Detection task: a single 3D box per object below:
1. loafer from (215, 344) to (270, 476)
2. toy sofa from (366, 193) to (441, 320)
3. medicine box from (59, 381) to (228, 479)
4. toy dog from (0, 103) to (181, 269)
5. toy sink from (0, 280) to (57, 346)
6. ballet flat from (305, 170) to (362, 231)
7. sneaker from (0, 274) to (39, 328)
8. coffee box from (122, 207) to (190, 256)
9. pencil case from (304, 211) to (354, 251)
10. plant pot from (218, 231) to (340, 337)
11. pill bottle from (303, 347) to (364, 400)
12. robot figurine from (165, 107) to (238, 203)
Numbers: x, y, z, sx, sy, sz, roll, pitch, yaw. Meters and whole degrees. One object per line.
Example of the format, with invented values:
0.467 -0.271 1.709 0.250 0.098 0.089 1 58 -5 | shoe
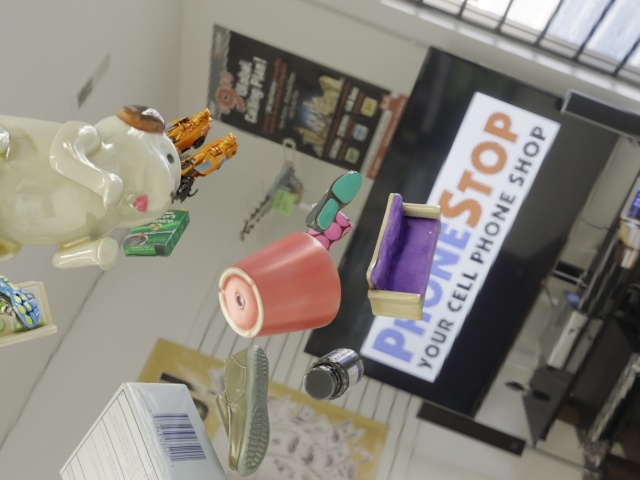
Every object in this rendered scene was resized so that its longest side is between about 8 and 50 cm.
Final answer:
-0.152 0.328 1.452 0.094 0.087 0.251 52 -145 -54 | loafer
0.251 0.039 2.189 0.177 0.150 0.362 77 -154 -47 | toy sofa
-0.341 0.463 1.435 0.289 0.149 0.263 -53 50 23 | medicine box
-0.447 -0.098 1.327 0.395 0.408 0.284 40 133 54 | toy dog
-0.786 0.180 1.936 0.234 0.153 0.131 3 104 62 | toy sink
0.027 -0.098 1.857 0.203 0.074 0.074 -53 -9 -30 | ballet flat
-0.744 0.152 1.796 0.078 0.188 0.067 -61 -17 17 | sneaker
-0.393 -0.022 1.810 0.184 0.113 0.040 -73 -19 -60 | coffee box
0.000 0.000 2.235 0.209 0.098 0.095 -46 12 -1 | pencil case
-0.123 0.135 2.024 0.243 0.275 0.275 -16 -40 -39 | plant pot
0.036 0.385 2.148 0.219 0.123 0.122 -8 -59 -68 | pill bottle
-0.363 -0.211 1.893 0.291 0.211 0.085 -38 -17 -30 | robot figurine
